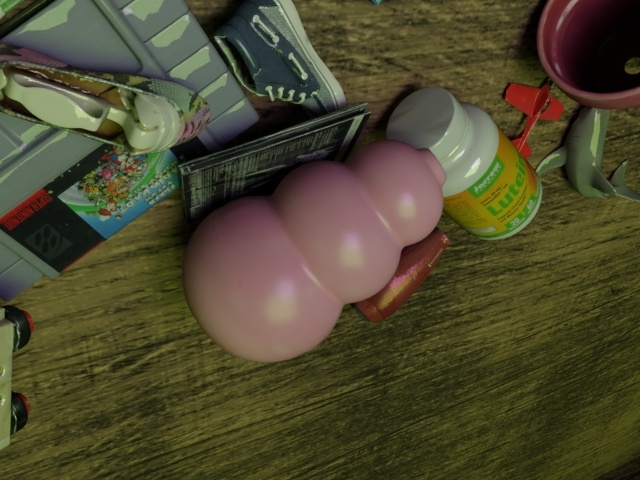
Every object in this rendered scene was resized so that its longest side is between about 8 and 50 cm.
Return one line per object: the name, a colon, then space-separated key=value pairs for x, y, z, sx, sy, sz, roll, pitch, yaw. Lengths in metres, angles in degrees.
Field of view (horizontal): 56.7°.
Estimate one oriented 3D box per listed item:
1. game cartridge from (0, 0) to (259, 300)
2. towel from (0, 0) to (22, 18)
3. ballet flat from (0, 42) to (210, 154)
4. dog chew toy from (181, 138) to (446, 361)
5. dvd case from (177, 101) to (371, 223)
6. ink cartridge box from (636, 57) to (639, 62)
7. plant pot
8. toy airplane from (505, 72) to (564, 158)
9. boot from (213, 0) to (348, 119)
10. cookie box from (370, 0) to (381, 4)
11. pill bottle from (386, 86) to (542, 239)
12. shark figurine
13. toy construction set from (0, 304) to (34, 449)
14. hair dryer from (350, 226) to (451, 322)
game cartridge: x=-0.256 y=-0.103 z=0.602 sx=0.355 sy=0.068 sz=0.230 roll=-36 pitch=132 yaw=-1
towel: x=-0.298 y=-0.232 z=0.387 sx=0.325 sy=0.038 sz=0.248 roll=-49 pitch=157 yaw=-11
ballet flat: x=-0.196 y=-0.116 z=0.532 sx=0.221 sy=0.079 sz=0.077 roll=8 pitch=119 yaw=-37
dog chew toy: x=0.000 y=0.000 z=0.712 sx=0.332 sy=0.206 sz=0.206 roll=-34 pitch=136 yaw=9
dvd case: x=-0.058 y=-0.088 z=0.703 sx=0.221 sy=0.018 sz=0.164 roll=-21 pitch=169 yaw=-16
ink cartridge box: x=0.542 y=-0.337 z=0.910 sx=0.099 sy=0.056 sz=0.135 roll=19 pitch=113 yaw=-40
plant pot: x=0.421 y=-0.268 z=0.811 sx=0.180 sy=0.201 sz=0.201 roll=7 pitch=122 yaw=-54
toy airplane: x=0.324 y=-0.188 z=0.916 sx=0.151 sy=0.028 sz=0.151 roll=-18 pitch=133 yaw=-21
boot: x=-0.042 y=-0.177 z=0.653 sx=0.086 sy=0.069 sz=0.190 roll=-52 pitch=130 yaw=-19
cookie box: x=0.064 y=-0.307 z=0.610 sx=0.107 sy=0.092 sz=0.040 roll=-48 pitch=132 yaw=11
pill bottle: x=0.200 y=-0.105 z=0.827 sx=0.136 sy=0.136 sz=0.246 roll=-49 pitch=135 yaw=11
shark figurine: x=0.488 y=-0.106 z=1.029 sx=0.166 sy=0.116 sz=0.278 roll=-45 pitch=134 yaw=9
toy construction set: x=-0.421 y=0.132 z=0.619 sx=0.151 sy=0.215 sz=0.327 roll=-48 pitch=149 yaw=-53
hair dryer: x=0.076 y=0.037 z=0.908 sx=0.293 sy=0.080 sz=0.223 roll=-12 pitch=130 yaw=-25
